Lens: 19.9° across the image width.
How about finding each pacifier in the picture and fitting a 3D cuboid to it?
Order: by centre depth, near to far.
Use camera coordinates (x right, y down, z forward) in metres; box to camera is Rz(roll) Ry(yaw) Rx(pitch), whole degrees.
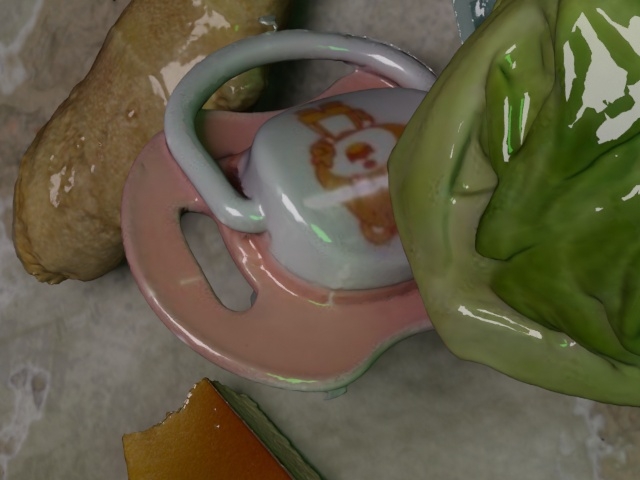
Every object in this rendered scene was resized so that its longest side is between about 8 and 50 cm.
[{"bbox_3d":[0.015,-0.003,1.295,0.220,0.332,0.273,30,132,53],"label":"pacifier"}]

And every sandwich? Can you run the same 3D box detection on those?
[{"bbox_3d":[-0.060,0.185,1.420,0.193,0.058,0.162,-16,78,29],"label":"sandwich"}]

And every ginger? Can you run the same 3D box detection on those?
[{"bbox_3d":[-0.129,-0.108,1.442,0.354,0.126,0.190,-54,46,18],"label":"ginger"}]

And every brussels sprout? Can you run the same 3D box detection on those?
[{"bbox_3d":[0.205,-0.048,1.104,0.328,0.247,0.328,1,92,30],"label":"brussels sprout"}]

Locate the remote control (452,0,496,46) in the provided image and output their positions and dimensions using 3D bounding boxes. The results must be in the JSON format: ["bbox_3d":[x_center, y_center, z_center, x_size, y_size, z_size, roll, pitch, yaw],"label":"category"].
[{"bbox_3d":[0.176,-0.176,1.342,0.162,0.029,0.061,-17,76,31],"label":"remote control"}]
